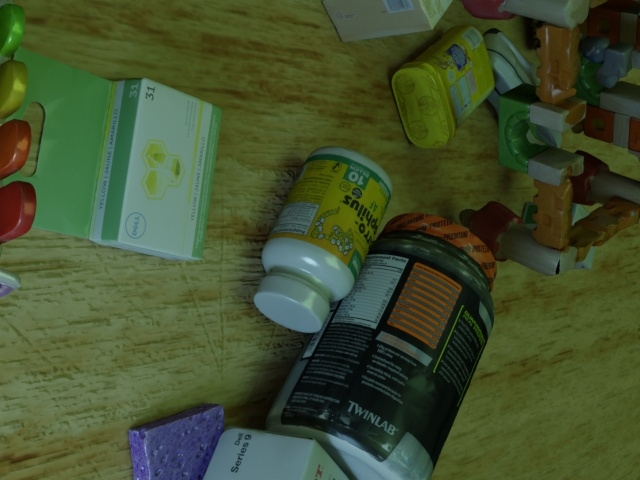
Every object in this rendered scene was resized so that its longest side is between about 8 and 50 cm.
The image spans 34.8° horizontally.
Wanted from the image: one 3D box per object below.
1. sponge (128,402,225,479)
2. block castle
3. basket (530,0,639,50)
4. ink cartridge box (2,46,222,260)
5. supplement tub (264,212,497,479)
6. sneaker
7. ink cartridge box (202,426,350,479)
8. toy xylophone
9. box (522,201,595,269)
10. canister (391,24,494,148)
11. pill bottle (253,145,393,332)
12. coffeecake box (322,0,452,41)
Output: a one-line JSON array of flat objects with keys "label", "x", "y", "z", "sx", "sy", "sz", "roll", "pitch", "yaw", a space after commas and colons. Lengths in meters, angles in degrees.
[{"label": "sponge", "x": -0.147, "y": 0.292, "z": 1.119, "sx": 0.117, "sy": 0.031, "sz": 0.210, "roll": -14, "pitch": 102, "yaw": -50}, {"label": "block castle", "x": 0.340, "y": -0.204, "z": 1.451, "sx": 0.303, "sy": 0.213, "sz": 0.453, "roll": -28, "pitch": 128, "yaw": -32}, {"label": "basket", "x": 0.491, "y": -0.437, "z": 1.683, "sx": 0.213, "sy": 0.299, "sz": 0.223, "roll": -25, "pitch": 112, "yaw": -47}, {"label": "ink cartridge box", "x": -0.205, "y": -0.081, "z": 1.020, "sx": 0.235, "sy": 0.056, "sz": 0.171, "roll": 16, "pitch": 79, "yaw": -52}, {"label": "supplement tub", "x": 0.088, "y": 0.143, "z": 1.269, "sx": 0.207, "sy": 0.207, "sz": 0.338, "roll": 55, "pitch": 51, "yaw": -37}, {"label": "sneaker", "x": 0.328, "y": -0.237, "z": 1.646, "sx": 0.258, "sy": 0.094, "sz": 0.091, "roll": 46, "pitch": 61, "yaw": -41}, {"label": "ink cartridge box", "x": -0.033, "y": 0.371, "z": 1.150, "sx": 0.289, "sy": 0.121, "sz": 0.211, "roll": 57, "pitch": 44, "yaw": -45}, {"label": "toy xylophone", "x": -0.273, "y": -0.108, "z": 0.799, "sx": 0.081, "sy": 0.236, "sz": 0.323, "roll": 9, "pitch": 83, "yaw": -38}, {"label": "box", "x": 0.406, "y": -0.008, "z": 1.745, "sx": 0.102, "sy": 0.101, "sz": 0.087, "roll": 36, "pitch": 64, "yaw": -44}, {"label": "canister", "x": 0.183, "y": -0.227, "z": 1.484, "sx": 0.170, "sy": 0.073, "sz": 0.126, "roll": -45, "pitch": 124, "yaw": -43}, {"label": "pill bottle", "x": 0.000, "y": 0.000, "z": 1.225, "sx": 0.117, "sy": 0.117, "sz": 0.208, "roll": 50, "pitch": 54, "yaw": -40}, {"label": "coffeecake box", "x": 0.113, "y": -0.346, "z": 1.335, "sx": 0.185, "sy": 0.142, "sz": 0.068, "roll": -56, "pitch": 130, "yaw": -34}]
